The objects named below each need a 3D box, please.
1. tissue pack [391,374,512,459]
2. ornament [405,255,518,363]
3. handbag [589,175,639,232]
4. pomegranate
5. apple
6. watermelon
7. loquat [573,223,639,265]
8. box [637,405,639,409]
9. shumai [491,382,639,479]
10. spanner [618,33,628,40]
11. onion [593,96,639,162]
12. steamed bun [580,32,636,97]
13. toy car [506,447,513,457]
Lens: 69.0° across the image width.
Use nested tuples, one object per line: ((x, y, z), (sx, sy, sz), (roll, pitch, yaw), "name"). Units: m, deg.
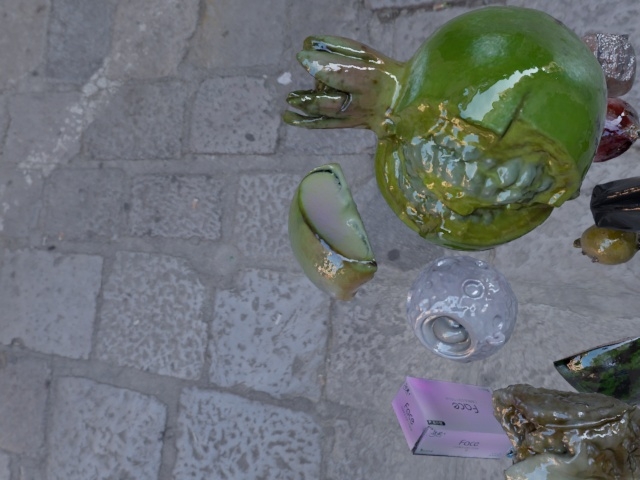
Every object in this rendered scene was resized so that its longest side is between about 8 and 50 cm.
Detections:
((0.302, 0.402, 1.061), (0.149, 0.246, 0.093), (-112, 40, -57), "tissue pack")
((0.445, 0.206, 1.467), (0.337, 0.337, 0.337), (-2, 83, 20), "ornament")
((0.921, -0.110, 1.173), (0.342, 0.288, 0.152), (-6, 85, -13), "handbag")
((0.117, -0.121, 0.462), (0.301, 0.236, 0.236), (20, 91, -2), "pomegranate")
((0.000, 0.000, 0.846), (0.120, 0.193, 0.265), (-1, 50, -19), "apple")
((0.609, 0.282, 0.958), (0.193, 0.137, 0.145), (-31, 70, 36), "watermelon")
((0.917, 0.004, 1.487), (0.204, 0.172, 0.150), (-14, 100, 45), "loquat")
((1.015, 0.527, 1.282), (0.203, 0.252, 0.106), (27, 102, -7), "box")
((0.221, 0.201, 0.406), (0.145, 0.146, 0.116), (14, 45, 21), "shumai")
((0.956, -0.647, 1.551), (0.095, 0.324, 0.040), (20, 131, 46), "spanner")
((0.653, -0.251, 1.058), (0.159, 0.195, 0.160), (-3, 103, -11), "onion")
((0.762, -0.471, 1.240), (0.175, 0.106, 0.145), (11, 85, -19), "steamed bun")
((0.571, 0.648, 1.508), (0.161, 0.126, 0.098), (-32, 71, 39), "toy car")
